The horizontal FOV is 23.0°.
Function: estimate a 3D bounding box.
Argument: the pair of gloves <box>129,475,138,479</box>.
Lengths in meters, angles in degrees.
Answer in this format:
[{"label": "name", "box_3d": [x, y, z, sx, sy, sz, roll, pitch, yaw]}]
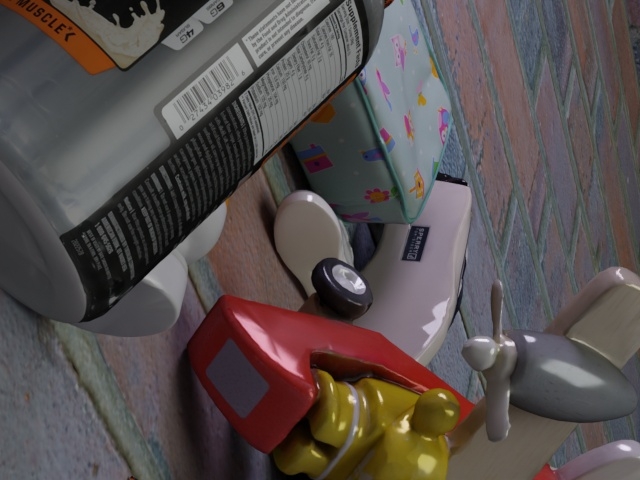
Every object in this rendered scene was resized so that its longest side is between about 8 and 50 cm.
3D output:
[{"label": "pair of gloves", "box_3d": [-0.140, 0.230, 1.200, 0.074, 0.010, 0.083, -72, 151, -43]}]

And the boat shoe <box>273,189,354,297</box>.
[{"label": "boat shoe", "box_3d": [0.000, 0.000, 1.541, 0.184, 0.066, 0.063, 58, 21, -49]}]

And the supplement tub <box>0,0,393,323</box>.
[{"label": "supplement tub", "box_3d": [-0.096, -0.118, 0.940, 0.316, 0.193, 0.194, -45, 136, -24]}]

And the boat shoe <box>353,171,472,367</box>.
[{"label": "boat shoe", "box_3d": [0.096, 0.085, 1.702, 0.340, 0.127, 0.158, -62, 155, -45]}]

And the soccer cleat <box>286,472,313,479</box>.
[{"label": "soccer cleat", "box_3d": [-0.018, 0.188, 1.480, 0.072, 0.060, 0.179, 18, 63, -58]}]

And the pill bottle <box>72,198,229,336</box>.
[{"label": "pill bottle", "box_3d": [-0.125, -0.064, 1.097, 0.136, 0.136, 0.246, 58, 35, -53]}]

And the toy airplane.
[{"label": "toy airplane", "box_3d": [0.099, 0.211, 1.317, 0.272, 0.384, 0.386, -75, 157, -63]}]

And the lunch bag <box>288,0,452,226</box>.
[{"label": "lunch bag", "box_3d": [0.040, -0.163, 1.590, 0.224, 0.107, 0.279, -73, 149, -43]}]
